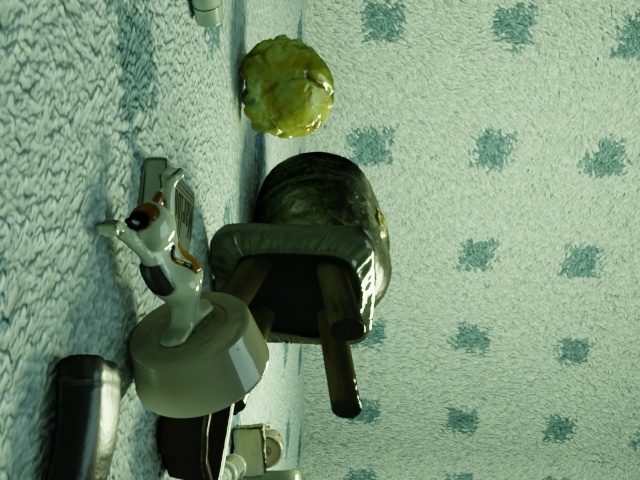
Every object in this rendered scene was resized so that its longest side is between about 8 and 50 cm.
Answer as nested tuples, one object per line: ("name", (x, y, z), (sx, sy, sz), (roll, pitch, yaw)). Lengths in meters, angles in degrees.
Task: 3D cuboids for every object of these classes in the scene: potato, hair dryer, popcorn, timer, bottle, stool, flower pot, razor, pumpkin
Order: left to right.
("razor", (-0.229, 0.187, 0.780), (0.090, 0.054, 0.148), (68, 24, -73))
("timer", (-0.175, 0.058, 0.974), (0.175, 0.175, 0.266), (-81, 161, -59))
("flower pot", (-0.190, 0.259, 1.252), (0.178, 0.084, 0.250), (88, 5, -47))
("hair dryer", (-0.177, -0.410, 1.271), (0.082, 0.047, 0.137), (87, 1, -52))
("bottle", (-0.191, 0.465, 1.609), (0.217, 0.060, 0.060), (72, 21, -80))
("potato", (-0.163, 0.486, 1.873), (0.061, 0.086, 0.122), (-35, 121, -83))
("bottle", (-0.146, 0.555, 2.193), (0.152, 0.099, 0.098), (133, -41, -89))
("popcorn", (-0.070, -0.328, 1.736), (0.184, 0.204, 0.221), (-38, -116, 61))
("stool", (-0.054, 0.145, 1.460), (0.226, 0.311, 0.310), (-86, 176, -49))
("pumpkin", (0.000, 0.000, 2.043), (0.454, 0.344, 0.454), (-13, 90, -82))

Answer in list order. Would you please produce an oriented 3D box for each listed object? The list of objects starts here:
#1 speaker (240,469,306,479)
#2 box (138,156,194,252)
("speaker", (-0.116, 0.696, 2.090), (0.406, 0.183, 0.184), (83, 4, -72))
("box", (-0.208, -0.036, 1.105), (0.177, 0.036, 0.115), (77, 17, -79))
